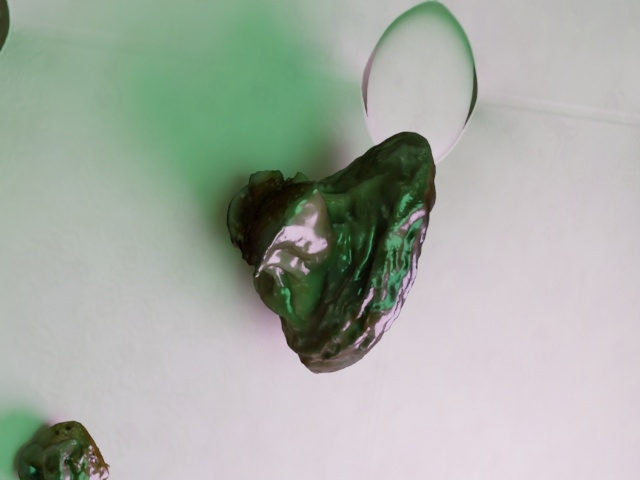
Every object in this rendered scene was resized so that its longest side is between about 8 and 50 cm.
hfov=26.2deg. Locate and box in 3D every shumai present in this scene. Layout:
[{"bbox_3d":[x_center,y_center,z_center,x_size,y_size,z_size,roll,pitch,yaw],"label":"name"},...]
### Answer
[{"bbox_3d":[0.000,0.000,1.093,0.153,0.161,0.209,16,112,-24],"label":"shumai"}]

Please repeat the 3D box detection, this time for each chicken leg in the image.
[{"bbox_3d":[-0.162,0.253,1.027,0.107,0.087,0.252,-33,116,-47],"label":"chicken leg"}]
